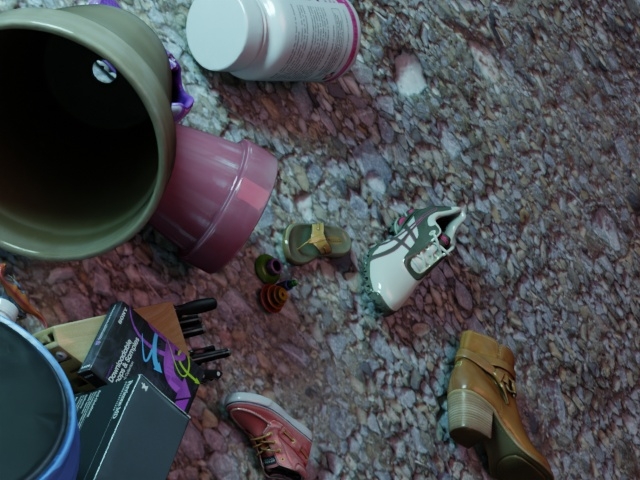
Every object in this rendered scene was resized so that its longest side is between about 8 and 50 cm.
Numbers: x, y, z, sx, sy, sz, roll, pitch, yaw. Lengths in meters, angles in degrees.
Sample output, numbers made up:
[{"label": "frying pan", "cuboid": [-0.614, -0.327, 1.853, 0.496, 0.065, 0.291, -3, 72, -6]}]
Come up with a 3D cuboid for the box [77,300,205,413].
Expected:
[{"label": "box", "cuboid": [-0.228, 0.170, 1.643, 0.162, 0.029, 0.116, 43, 45, -27]}]

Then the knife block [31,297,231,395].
[{"label": "knife block", "cuboid": [-0.251, 0.127, 1.732, 0.276, 0.088, 0.242, 42, 45, -29]}]

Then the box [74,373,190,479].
[{"label": "box", "cuboid": [-0.288, 0.307, 1.526, 0.103, 0.184, 0.261, 44, 45, -27]}]

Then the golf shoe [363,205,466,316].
[{"label": "golf shoe", "cuboid": [0.164, 0.023, 2.248, 0.105, 0.120, 0.273, 53, 42, -21]}]

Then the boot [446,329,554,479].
[{"label": "boot", "cuboid": [0.335, 0.313, 2.341, 0.283, 0.109, 0.220, 34, 45, -26]}]

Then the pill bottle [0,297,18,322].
[{"label": "pill bottle", "cuboid": [-0.412, 0.129, 1.558, 0.065, 0.065, 0.116, 40, 47, -31]}]

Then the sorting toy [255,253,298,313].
[{"label": "sorting toy", "cuboid": [-0.067, 0.066, 2.013, 0.061, 0.042, 0.101, 18, 59, -44]}]

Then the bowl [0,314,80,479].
[{"label": "bowl", "cuboid": [-0.438, 0.184, 1.305, 0.391, 0.077, 0.391, 14, 32, -9]}]

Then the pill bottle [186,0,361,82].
[{"label": "pill bottle", "cuboid": [-0.076, -0.343, 2.099, 0.283, 0.160, 0.160, -7, 79, -51]}]

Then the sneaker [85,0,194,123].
[{"label": "sneaker", "cuboid": [-0.264, -0.265, 1.889, 0.095, 0.105, 0.236, -36, 100, -49]}]

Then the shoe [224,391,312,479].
[{"label": "shoe", "cuboid": [-0.077, 0.294, 1.877, 0.178, 0.063, 0.081, 39, 42, -38]}]

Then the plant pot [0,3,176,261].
[{"label": "plant pot", "cuboid": [-0.322, -0.175, 1.655, 0.323, 0.323, 0.280, 54, 23, -18]}]

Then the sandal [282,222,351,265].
[{"label": "sandal", "cuboid": [0.000, 0.000, 2.118, 0.180, 0.049, 0.072, -4, 76, -50]}]

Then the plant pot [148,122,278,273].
[{"label": "plant pot", "cuboid": [-0.189, -0.079, 1.835, 0.180, 0.201, 0.201, 29, 51, -18]}]

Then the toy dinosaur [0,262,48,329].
[{"label": "toy dinosaur", "cuboid": [-0.385, 0.064, 1.617, 0.082, 0.090, 0.047, 92, 19, -57]}]
